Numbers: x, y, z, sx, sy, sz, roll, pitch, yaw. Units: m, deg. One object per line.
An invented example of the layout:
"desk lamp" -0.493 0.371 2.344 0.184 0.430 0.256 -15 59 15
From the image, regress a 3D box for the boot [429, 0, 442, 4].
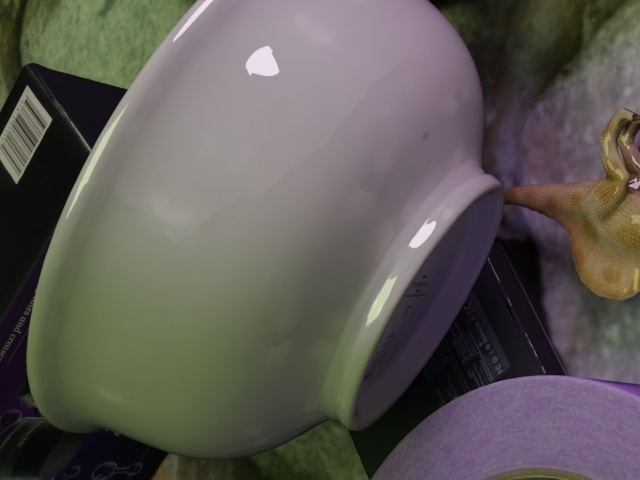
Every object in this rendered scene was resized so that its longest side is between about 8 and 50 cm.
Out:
"boot" 0.086 -0.244 0.858 0.262 0.095 0.204 -10 74 46

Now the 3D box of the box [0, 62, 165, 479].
"box" -0.147 0.040 0.967 0.103 0.184 0.261 49 117 35

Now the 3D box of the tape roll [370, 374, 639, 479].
"tape roll" 0.128 0.203 0.734 0.274 0.090 0.275 -10 75 42

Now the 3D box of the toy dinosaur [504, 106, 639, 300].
"toy dinosaur" 0.147 -0.019 0.781 0.183 0.053 0.093 30 105 43

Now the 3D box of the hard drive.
"hard drive" 0.066 0.077 0.864 0.135 0.022 0.094 -43 55 30

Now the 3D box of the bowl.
"bowl" 0.000 0.000 0.780 0.134 0.298 0.298 31 106 17
